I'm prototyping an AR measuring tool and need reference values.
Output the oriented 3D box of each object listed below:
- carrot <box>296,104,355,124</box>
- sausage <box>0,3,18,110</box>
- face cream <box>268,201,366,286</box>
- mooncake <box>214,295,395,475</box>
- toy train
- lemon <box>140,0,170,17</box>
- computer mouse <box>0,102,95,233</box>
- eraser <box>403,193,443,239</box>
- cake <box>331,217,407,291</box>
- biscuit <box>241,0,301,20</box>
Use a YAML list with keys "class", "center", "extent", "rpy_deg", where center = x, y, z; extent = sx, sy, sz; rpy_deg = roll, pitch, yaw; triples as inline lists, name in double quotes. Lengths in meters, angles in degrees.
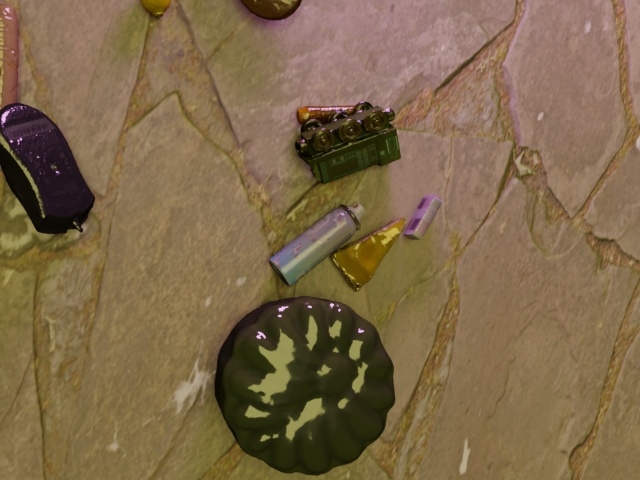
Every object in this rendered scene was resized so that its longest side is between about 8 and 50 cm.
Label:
- class: "carrot"
  center: [0.032, -0.275, 1.421]
  extent: [0.171, 0.042, 0.042]
  rpy_deg: [-7, 91, -15]
- class: "sausage"
  center: [-0.610, -0.298, 1.241]
  extent: [0.066, 0.066, 0.300]
  rpy_deg: [4, 90, -15]
- class: "face cream"
  center: [0.000, 0.000, 1.392]
  extent: [0.229, 0.075, 0.075]
  rpy_deg: [-39, 99, -13]
- class: "mooncake"
  center: [-0.030, 0.285, 1.319]
  extent: [0.357, 0.194, 0.355]
  rpy_deg: [0, 90, -14]
- class: "toy train"
  center: [0.059, -0.205, 1.392]
  extent: [0.226, 0.090, 0.137]
  rpy_deg: [-21, 123, -10]
- class: "lemon"
  center: [-0.332, -0.489, 1.317]
  extent: [0.062, 0.062, 0.083]
  rpy_deg: [-15, 93, -15]
- class: "computer mouse"
  center: [-0.530, -0.124, 1.239]
  extent: [0.264, 0.088, 0.147]
  rpy_deg: [63, 31, -6]
- class: "eraser"
  center: [0.228, -0.051, 1.459]
  extent: [0.026, 0.065, 0.105]
  rpy_deg: [32, 80, -11]
- class: "cake"
  center: [0.125, 0.033, 1.425]
  extent: [0.185, 0.080, 0.116]
  rpy_deg: [-22, 92, -19]
- class: "biscuit"
  center: [-0.154, -0.656, 1.316]
  extent: [0.283, 0.064, 0.431]
  rpy_deg: [-21, 94, 9]
